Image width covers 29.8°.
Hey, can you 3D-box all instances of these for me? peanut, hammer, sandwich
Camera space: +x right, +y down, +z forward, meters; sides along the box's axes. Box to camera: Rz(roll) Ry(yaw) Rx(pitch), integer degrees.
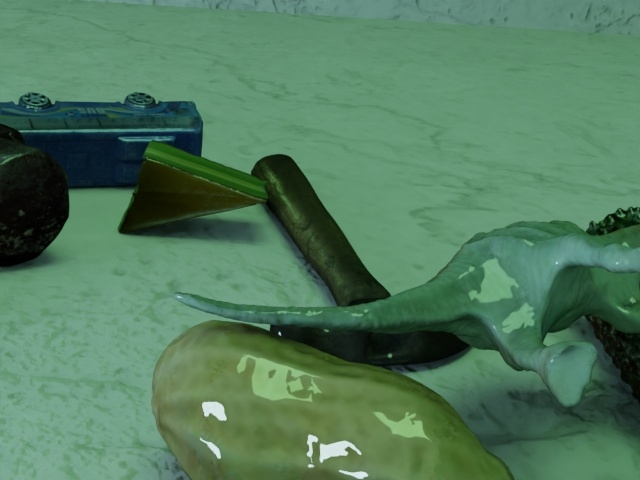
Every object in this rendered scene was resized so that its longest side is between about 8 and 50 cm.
[{"bbox_3d":[-0.001,0.105,0.628,0.214,0.090,0.098,14,30,27],"label":"peanut"},{"bbox_3d":[0.000,0.000,1.016,0.168,0.044,0.440,-1,19,-15],"label":"hammer"},{"bbox_3d":[-0.113,-0.032,1.084,0.116,0.074,0.074,19,17,-7],"label":"sandwich"},{"bbox_3d":[-0.420,-0.019,0.930,0.408,0.095,0.242,-17,28,-38],"label":"hammer"}]

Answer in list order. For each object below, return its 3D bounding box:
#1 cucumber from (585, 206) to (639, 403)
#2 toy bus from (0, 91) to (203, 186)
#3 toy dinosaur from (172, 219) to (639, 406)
[{"bbox_3d":[0.244,0.079,0.778,0.096,0.096,0.359,3,21,-5],"label":"cucumber"},{"bbox_3d":[-0.231,-0.094,1.201,0.236,0.079,0.094,-3,36,-22],"label":"toy bus"},{"bbox_3d":[0.114,0.032,0.699,0.392,0.092,0.205,-12,12,-13],"label":"toy dinosaur"}]
